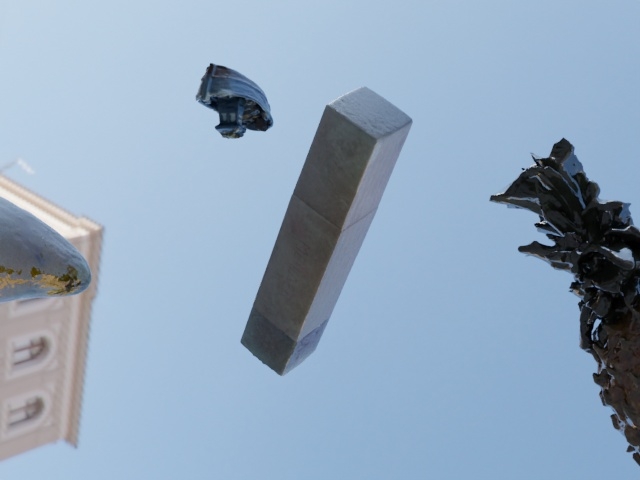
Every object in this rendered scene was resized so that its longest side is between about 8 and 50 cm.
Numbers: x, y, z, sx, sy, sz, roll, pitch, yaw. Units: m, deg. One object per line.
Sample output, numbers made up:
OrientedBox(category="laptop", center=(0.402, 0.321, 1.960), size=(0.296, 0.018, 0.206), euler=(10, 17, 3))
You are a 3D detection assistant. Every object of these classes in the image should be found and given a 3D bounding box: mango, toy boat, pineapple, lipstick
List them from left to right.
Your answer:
OrientedBox(category="mango", center=(-0.456, 0.009, 1.415), size=(0.146, 0.316, 0.193), euler=(-63, -148, 26))
OrientedBox(category="toy boat", center=(-0.092, -0.141, 1.135), size=(0.060, 0.137, 0.061), euler=(0, -103, 18))
OrientedBox(category="lipstick", center=(0.000, 0.000, 1.225), size=(0.076, 0.079, 0.371), euler=(38, -49, 18))
OrientedBox(category="pineapple", center=(0.256, 0.058, 0.886), size=(0.141, 0.170, 0.310), euler=(-36, -115, 6))
